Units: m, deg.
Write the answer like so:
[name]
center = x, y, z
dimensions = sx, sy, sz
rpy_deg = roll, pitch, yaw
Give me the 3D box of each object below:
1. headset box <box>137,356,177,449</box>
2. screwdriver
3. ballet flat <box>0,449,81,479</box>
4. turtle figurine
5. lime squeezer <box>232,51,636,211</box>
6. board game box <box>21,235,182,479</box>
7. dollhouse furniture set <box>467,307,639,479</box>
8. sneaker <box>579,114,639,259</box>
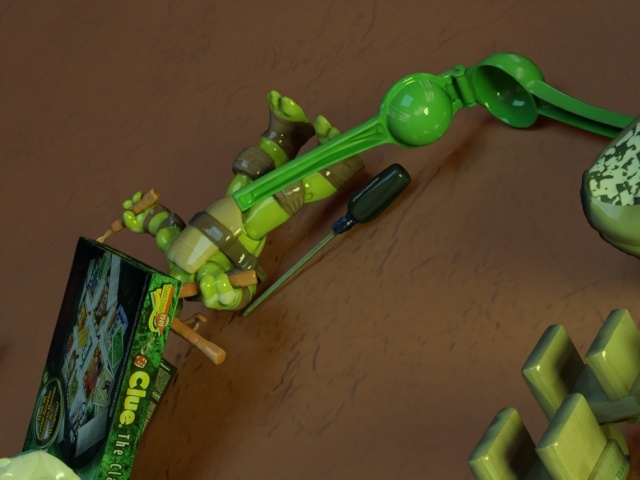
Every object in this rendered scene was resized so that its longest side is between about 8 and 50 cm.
[headset box]
center = -0.155, 0.127, 1.106
dimensions = 0.062, 0.032, 0.083
rpy_deg = -9, 49, 47
[screwdriver]
center = 0.000, 0.000, 1.069
dimensions = 0.170, 0.024, 0.025
rpy_deg = -38, 62, 20
[ballet flat]
center = -0.221, 0.330, 0.856
dimensions = 0.409, 0.147, 0.147
rpy_deg = -61, 32, 1
[turtle figurine]
center = -0.065, -0.003, 1.088
dimensions = 0.217, 0.087, 0.269
rpy_deg = -46, 29, -6
[lime squeezer]
center = 0.091, -0.075, 0.991
dimensions = 0.310, 0.059, 0.110
rpy_deg = -7, 56, 26
[board game box]
center = -0.169, 0.136, 1.018
dimensions = 0.136, 0.030, 0.260
rpy_deg = 21, 97, 54
[dollhouse furniture set]
center = 0.186, 0.140, 0.619
dimensions = 0.212, 0.161, 0.242
rpy_deg = -18, 20, 39
[sneaker]
center = 0.288, -0.133, 0.709
dimensions = 0.410, 0.182, 0.158
rpy_deg = -31, 35, 26
